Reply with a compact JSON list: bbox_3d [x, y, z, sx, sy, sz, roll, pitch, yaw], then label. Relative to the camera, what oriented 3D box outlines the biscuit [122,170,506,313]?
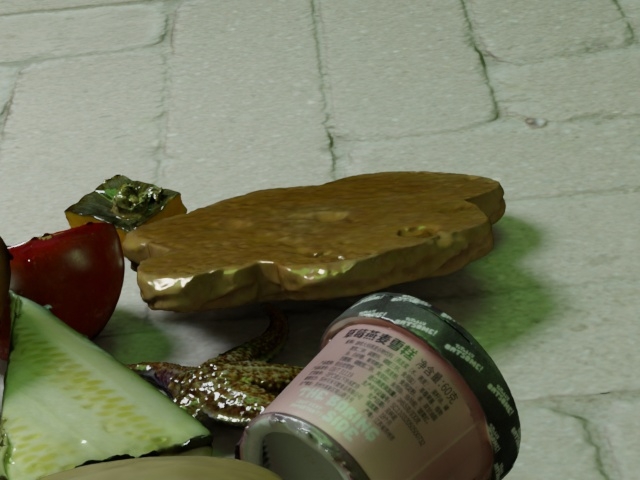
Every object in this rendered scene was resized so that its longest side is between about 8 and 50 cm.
[{"bbox_3d":[0.001,0.004,1.544,0.269,0.051,0.376,6,17,43],"label":"biscuit"}]

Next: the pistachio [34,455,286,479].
[{"bbox_3d":[-0.085,0.211,1.076,0.293,0.182,0.162,0,-11,5],"label":"pistachio"}]

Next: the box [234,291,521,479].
[{"bbox_3d":[0.031,0.131,1.232,0.151,0.151,0.135,17,43,39],"label":"box"}]

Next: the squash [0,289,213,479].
[{"bbox_3d":[-0.213,0.131,1.318,0.169,0.093,0.252,-12,30,-39],"label":"squash"}]

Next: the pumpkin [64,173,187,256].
[{"bbox_3d":[-0.171,-0.025,1.691,0.083,0.054,0.074,18,39,31],"label":"pumpkin"}]

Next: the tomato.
[{"bbox_3d":[-0.218,0.049,1.513,0.139,0.091,0.159,-15,-4,-31],"label":"tomato"}]

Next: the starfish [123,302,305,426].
[{"bbox_3d":[-0.075,0.112,1.389,0.238,0.057,0.213,-19,22,-27],"label":"starfish"}]

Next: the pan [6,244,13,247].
[{"bbox_3d":[-0.256,0.025,1.639,0.115,0.023,0.068,7,28,26],"label":"pan"}]

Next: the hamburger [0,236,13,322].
[{"bbox_3d":[-0.299,0.067,1.346,0.147,0.237,0.237,14,22,-14],"label":"hamburger"}]
